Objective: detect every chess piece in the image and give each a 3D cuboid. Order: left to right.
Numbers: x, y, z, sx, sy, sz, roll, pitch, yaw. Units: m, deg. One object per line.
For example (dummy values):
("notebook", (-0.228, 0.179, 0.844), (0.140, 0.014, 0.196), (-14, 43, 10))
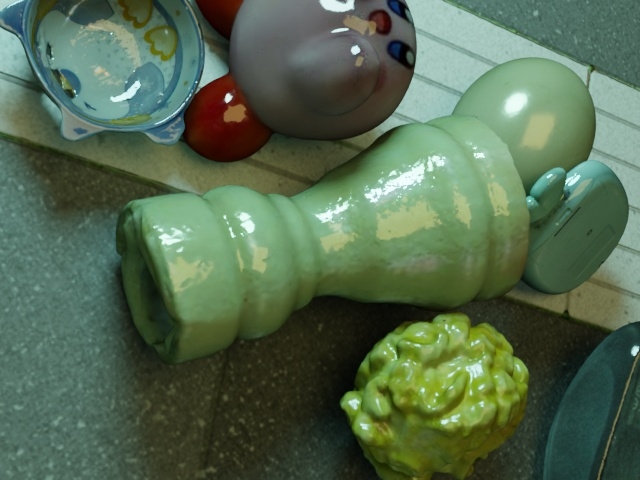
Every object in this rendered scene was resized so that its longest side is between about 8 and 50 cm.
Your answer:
("chess piece", (0.000, 0.000, 1.165), (0.442, 0.234, 0.234), (-13, 86, -25))

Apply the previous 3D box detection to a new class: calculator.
("calculator", (0.330, -0.013, 1.339), (0.184, 0.042, 0.295), (-50, 147, 6))

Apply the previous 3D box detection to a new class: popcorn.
("popcorn", (0.134, 0.195, 1.207), (0.235, 0.217, 0.181), (-31, 68, -24))

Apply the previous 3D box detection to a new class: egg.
("egg", (0.258, -0.131, 1.340), (0.186, 0.186, 0.242), (40, 77, -16))

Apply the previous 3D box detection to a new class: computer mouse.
("computer mouse", (0.406, 0.294, 1.375), (0.203, 0.114, 0.374), (22, 78, -26))

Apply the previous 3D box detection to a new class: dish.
("dish", (-0.250, -0.209, 1.135), (0.227, 0.086, 0.236), (-5, 83, -28))

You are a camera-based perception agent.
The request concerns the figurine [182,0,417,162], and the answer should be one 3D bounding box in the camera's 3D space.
("figurine", (-0.005, -0.226, 1.216), (0.211, 0.261, 0.270), (18, 68, -54))
